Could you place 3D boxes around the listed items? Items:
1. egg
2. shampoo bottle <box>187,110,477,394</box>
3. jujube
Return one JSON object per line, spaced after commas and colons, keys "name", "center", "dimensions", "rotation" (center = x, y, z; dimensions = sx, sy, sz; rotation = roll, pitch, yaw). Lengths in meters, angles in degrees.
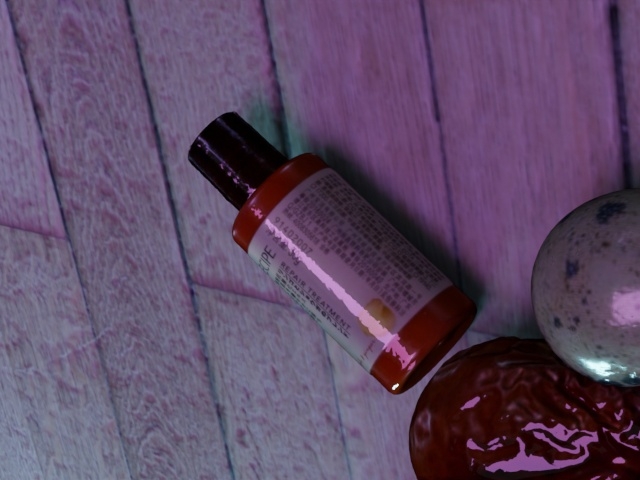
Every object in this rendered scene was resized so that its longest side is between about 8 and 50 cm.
{"name": "egg", "center": [0.232, 0.031, 1.102], "dimensions": [0.181, 0.141, 0.141], "rotation": [-15, 105, 49]}
{"name": "shampoo bottle", "center": [0.000, 0.000, 1.329], "dimensions": [0.278, 0.104, 0.104], "rotation": [44, 138, 14]}
{"name": "jujube", "center": [0.181, 0.152, 1.219], "dimensions": [0.236, 0.168, 0.168], "rotation": [-11, 108, 44]}
